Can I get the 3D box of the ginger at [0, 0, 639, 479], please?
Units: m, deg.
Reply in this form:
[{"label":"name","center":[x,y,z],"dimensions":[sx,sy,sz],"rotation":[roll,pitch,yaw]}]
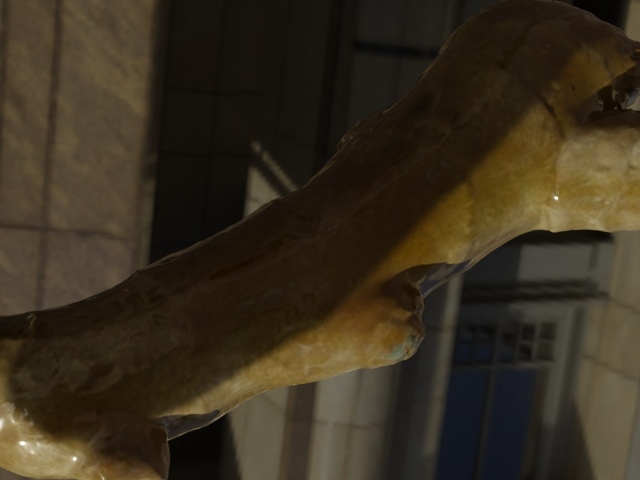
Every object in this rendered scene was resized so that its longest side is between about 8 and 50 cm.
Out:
[{"label":"ginger","center":[0.001,0.002,0.502],"dimensions":[0.298,0.065,0.118],"rotation":[-28,-128,-10]}]
